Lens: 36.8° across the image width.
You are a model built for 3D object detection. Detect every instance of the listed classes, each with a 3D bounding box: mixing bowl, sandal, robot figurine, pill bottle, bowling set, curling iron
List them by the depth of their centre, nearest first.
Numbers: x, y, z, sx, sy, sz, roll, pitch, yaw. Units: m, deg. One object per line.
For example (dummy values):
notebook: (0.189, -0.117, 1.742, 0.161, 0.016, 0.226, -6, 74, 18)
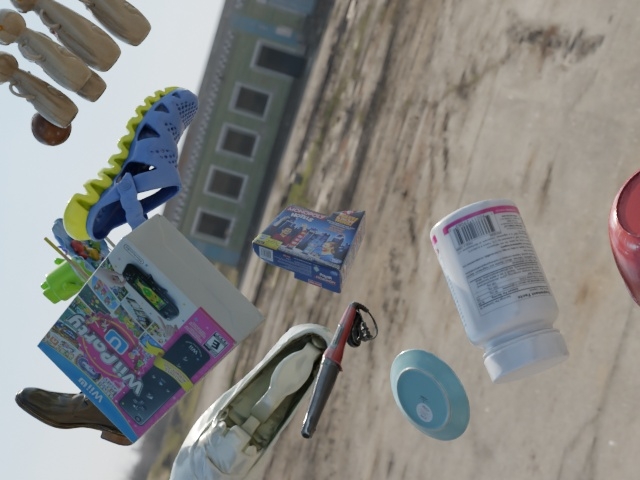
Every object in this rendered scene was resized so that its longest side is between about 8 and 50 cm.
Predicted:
mixing bowl: (0.359, -0.018, 0.961, 0.181, 0.098, 0.181, -31, 43, 33)
bowling set: (-0.355, -0.222, 1.213, 0.200, 0.154, 0.287, -49, 9, 23)
curling iron: (0.027, 0.188, 1.424, 0.035, 0.068, 0.274, -31, 18, 36)
sandal: (-0.284, -0.114, 1.602, 0.317, 0.138, 0.126, -61, -17, -15)
pill bottle: (0.304, 0.086, 1.621, 0.160, 0.160, 0.283, 117, 138, -64)
robot figurine: (-0.497, 0.074, 1.905, 0.115, 0.067, 0.101, -36, 40, 0)

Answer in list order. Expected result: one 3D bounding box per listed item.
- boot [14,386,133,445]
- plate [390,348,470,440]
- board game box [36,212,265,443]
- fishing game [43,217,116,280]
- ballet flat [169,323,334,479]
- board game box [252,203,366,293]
boot: (-0.395, 0.265, 1.624, 0.106, 0.219, 0.082, -61, 20, 24)
plate: (0.197, 0.292, 1.793, 0.024, 0.188, 0.188, -25, -32, -41)
board game box: (-0.262, 0.138, 1.451, 0.303, 0.224, 0.097, -45, 0, 36)
fishing game: (-0.441, 0.014, 1.876, 0.041, 0.189, 0.264, -47, -5, 9)
ballet flat: (-0.112, 0.289, 1.565, 0.400, 0.139, 0.139, -51, -1, -16)
board game box: (0.000, 0.000, 1.882, 0.194, 0.194, 0.060, -46, -34, -44)
